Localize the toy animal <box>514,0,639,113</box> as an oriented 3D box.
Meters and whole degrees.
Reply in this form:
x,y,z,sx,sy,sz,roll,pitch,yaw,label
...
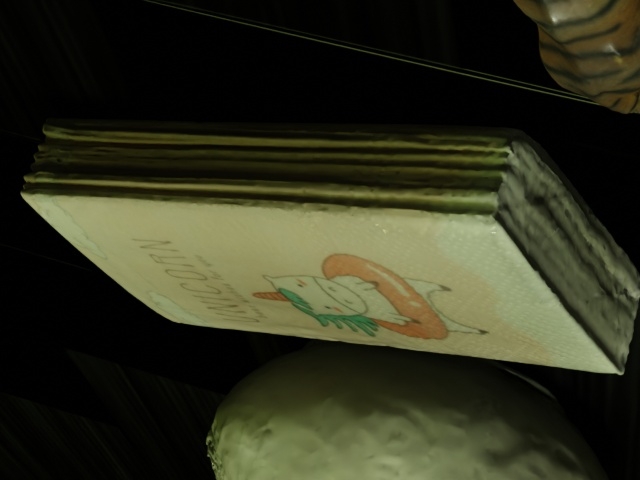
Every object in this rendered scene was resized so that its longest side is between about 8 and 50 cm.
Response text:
x,y,z,sx,sy,sz,roll,pitch,yaw,label
0.101,-0.088,0.592,0.114,0.116,0.255,6,153,37,toy animal

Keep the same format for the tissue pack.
x,y,z,sx,sy,sz,roll,pitch,yaw,label
0.000,0.000,0.937,0.325,0.071,0.170,4,153,36,tissue pack

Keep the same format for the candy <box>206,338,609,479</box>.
x,y,z,sx,sy,sz,roll,pitch,yaw,label
0.056,0.183,1.157,0.295,0.185,0.295,15,152,8,candy
